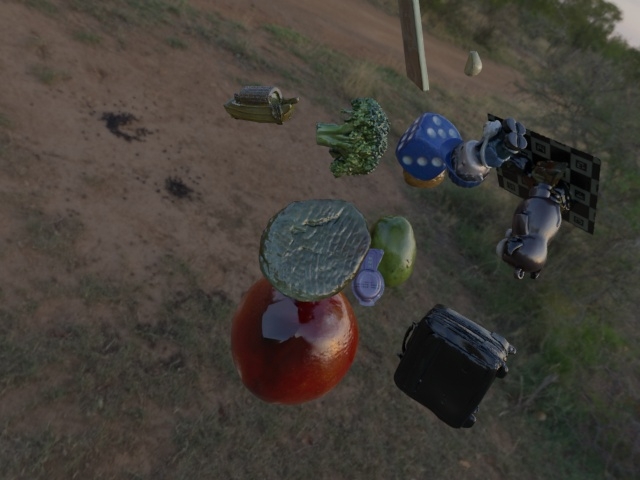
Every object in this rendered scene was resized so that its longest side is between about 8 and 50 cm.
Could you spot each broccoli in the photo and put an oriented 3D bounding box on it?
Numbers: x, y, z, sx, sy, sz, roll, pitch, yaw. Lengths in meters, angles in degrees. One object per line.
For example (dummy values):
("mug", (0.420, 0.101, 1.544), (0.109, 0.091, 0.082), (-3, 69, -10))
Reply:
("broccoli", (0.144, -0.401, 1.966), (0.317, 0.277, 0.338), (2, -3, 28))

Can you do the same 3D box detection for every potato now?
("potato", (0.291, 0.046, 2.017), (0.215, 0.305, 0.216), (-6, 13, 1))

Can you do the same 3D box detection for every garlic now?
("garlic", (0.448, -0.514, 1.422), (0.041, 0.083, 0.053), (-15, 57, -3))

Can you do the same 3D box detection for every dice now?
("dice", (0.315, -0.274, 1.422), (0.146, 0.146, 0.143), (35, 53, -9))

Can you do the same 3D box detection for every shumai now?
("shumai", (-0.026, 0.030, 1.117), (0.271, 0.203, 0.222), (-12, 83, -23))

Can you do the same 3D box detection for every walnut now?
("walnut", (0.365, -0.254, 1.697), (0.180, 0.144, 0.144), (1, 43, -50))

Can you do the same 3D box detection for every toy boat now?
("toy boat", (-0.209, -0.475, 1.671), (0.310, 0.115, 0.089), (16, 47, 32))

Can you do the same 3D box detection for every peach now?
("peach", (-0.068, 0.257, 1.327), (0.388, 0.388, 0.388), (24, 32, -16))

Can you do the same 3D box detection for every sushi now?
("sushi", (0.636, -0.176, 1.441), (0.359, 0.064, 0.343), (42, -10, 41))

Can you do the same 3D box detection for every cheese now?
("cheese", (0.157, 0.118, 1.574), (0.105, 0.042, 0.191), (6, 76, 4))

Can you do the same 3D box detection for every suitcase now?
("suitcase", (0.436, 0.422, 1.658), (0.339, 0.345, 0.188), (32, 32, 24))

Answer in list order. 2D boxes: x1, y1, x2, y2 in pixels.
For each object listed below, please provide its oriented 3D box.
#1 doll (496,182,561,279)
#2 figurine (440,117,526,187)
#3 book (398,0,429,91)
("doll", (0.552, -0.020, 1.274), (0.182, 0.257, 0.117), (29, -6, -36))
("figurine", (0.261, -0.142, 0.778), (0.087, 0.149, 0.086), (6, 71, -28))
("book", (0.240, -0.563, 1.284), (0.020, 0.296, 0.208), (-12, 29, 4))
